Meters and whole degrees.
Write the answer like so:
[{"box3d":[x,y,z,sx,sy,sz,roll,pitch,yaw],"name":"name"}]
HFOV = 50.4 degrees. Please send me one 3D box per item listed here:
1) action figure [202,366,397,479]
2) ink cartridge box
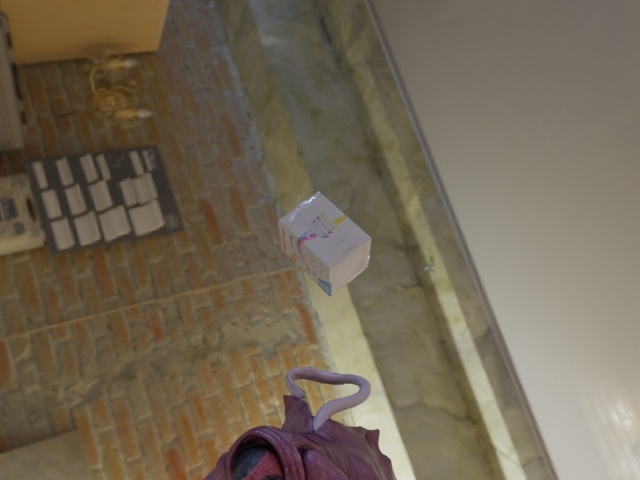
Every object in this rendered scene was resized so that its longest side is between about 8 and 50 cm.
[{"box3d":[-0.005,0.256,0.750,0.370,0.248,0.276,44,49,-62],"name":"action figure"},{"box3d":[0.000,0.000,1.105,0.143,0.090,0.092,42,-23,24],"name":"ink cartridge box"}]
